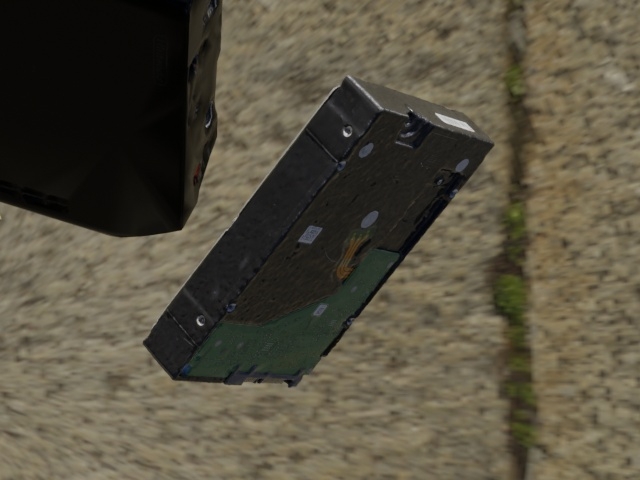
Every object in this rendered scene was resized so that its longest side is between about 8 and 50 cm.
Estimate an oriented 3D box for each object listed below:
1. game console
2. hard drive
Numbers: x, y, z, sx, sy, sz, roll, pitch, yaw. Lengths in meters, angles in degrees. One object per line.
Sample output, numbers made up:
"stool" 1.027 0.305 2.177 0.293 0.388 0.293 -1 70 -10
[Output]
"game console" -0.137 -0.157 0.656 0.213 0.361 0.044 16 46 11
"hard drive" 0.000 0.000 1.888 0.064 0.237 0.339 46 109 28
